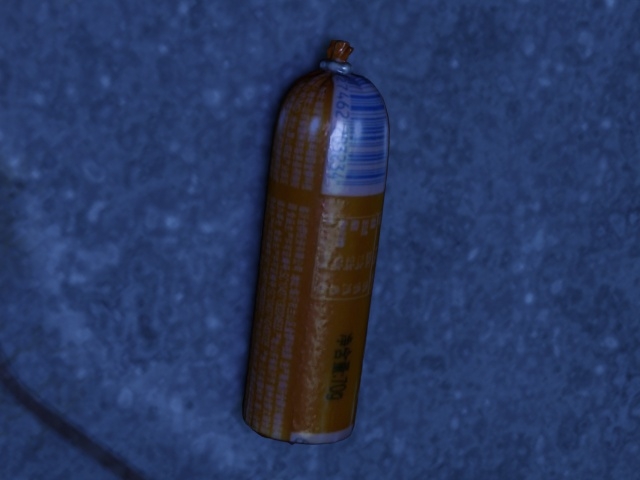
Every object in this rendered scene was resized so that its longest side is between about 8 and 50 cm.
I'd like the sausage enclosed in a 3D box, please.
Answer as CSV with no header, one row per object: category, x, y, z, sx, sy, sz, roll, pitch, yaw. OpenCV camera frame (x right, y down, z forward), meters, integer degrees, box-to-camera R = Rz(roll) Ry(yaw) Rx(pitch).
sausage,0.000,0.000,0.836,0.071,0.071,0.234,2,106,-20
